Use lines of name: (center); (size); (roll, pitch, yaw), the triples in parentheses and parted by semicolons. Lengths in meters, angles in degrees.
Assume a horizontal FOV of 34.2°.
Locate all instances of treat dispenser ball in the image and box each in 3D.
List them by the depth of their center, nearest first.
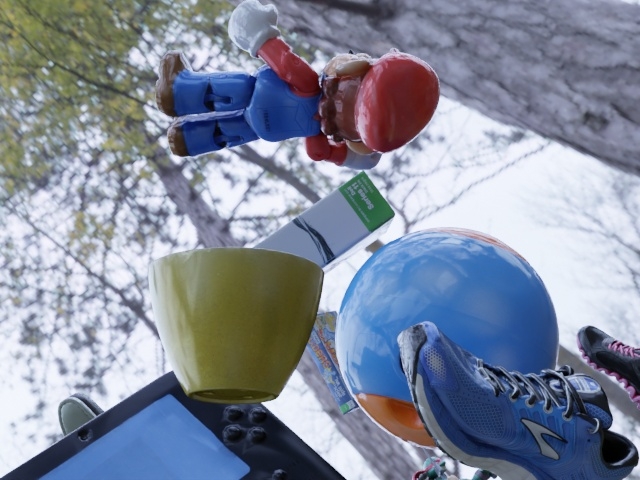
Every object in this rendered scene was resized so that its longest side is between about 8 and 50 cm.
treat dispenser ball: (0.163, 0.125, 1.348); (0.288, 0.288, 0.288); (-19, -52, -26)

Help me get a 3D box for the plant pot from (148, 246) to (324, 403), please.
plant pot: (-0.064, 0.070, 0.778); (0.134, 0.134, 0.095); (17, -114, -42)

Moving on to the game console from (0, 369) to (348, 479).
game console: (-0.160, 0.317, 1.123); (0.386, 0.342, 0.060); (-31, -37, -37)

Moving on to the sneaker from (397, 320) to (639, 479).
sneaker: (0.210, 0.169, 1.076); (0.147, 0.130, 0.330); (-41, -58, 20)

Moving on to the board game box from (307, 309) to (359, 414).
board game box: (0.037, 0.236, 2.043); (0.035, 0.201, 0.136); (-34, -13, 22)

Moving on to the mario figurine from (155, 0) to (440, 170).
mario figurine: (-0.020, -0.176, 1.228); (0.198, 0.320, 0.170); (51, -141, -78)

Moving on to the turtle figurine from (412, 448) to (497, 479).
turtle figurine: (0.247, 0.439, 1.785); (0.175, 0.234, 0.118); (-22, -17, -50)

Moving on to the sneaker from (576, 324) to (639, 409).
sneaker: (0.325, 0.125, 1.093); (0.047, 0.119, 0.057); (-34, -23, -38)

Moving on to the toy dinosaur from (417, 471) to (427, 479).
toy dinosaur: (0.056, 0.444, 1.672); (0.268, 0.064, 0.118); (-1, -67, -30)

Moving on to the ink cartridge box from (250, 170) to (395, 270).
ink cartridge box: (0.000, 0.000, 1.564); (0.208, 0.087, 0.153); (-35, -6, -8)

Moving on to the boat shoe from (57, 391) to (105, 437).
boat shoe: (-0.341, 0.332, 1.683); (0.228, 0.081, 0.069); (61, -150, -18)
